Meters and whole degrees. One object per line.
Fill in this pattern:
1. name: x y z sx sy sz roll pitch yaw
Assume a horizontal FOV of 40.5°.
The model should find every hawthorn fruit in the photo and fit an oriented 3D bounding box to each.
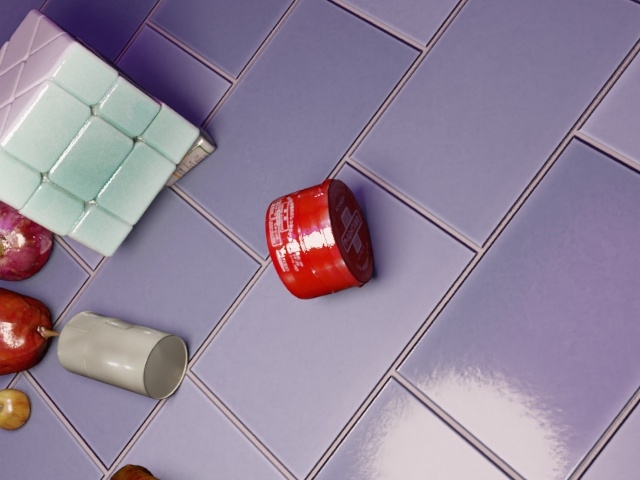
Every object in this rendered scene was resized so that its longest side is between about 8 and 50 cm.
1. hawthorn fruit: -0.633 0.180 1.764 0.252 0.189 0.189 -3 71 13

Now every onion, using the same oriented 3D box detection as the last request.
1. onion: -0.660 0.001 1.855 0.177 0.153 0.177 -3 74 9

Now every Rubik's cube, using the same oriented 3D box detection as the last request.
1. Rubik's cube: -0.490 -0.211 1.697 0.321 0.316 0.319 -54 40 2

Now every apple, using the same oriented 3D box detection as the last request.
1. apple: -0.632 0.342 1.760 0.084 0.071 0.083 -9 69 25

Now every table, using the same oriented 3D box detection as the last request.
1. table: -0.375 0.215 1.638 0.220 0.126 0.126 11 78 30

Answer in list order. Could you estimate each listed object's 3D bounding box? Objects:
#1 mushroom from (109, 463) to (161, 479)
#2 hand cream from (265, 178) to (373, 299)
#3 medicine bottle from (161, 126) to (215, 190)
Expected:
1. mushroom: -0.268 0.523 1.447 0.255 0.267 0.267 21 82 -2
2. hand cream: 0.000 0.000 1.482 0.125 0.193 0.193 -15 66 22
3. medicine bottle: -0.318 -0.152 1.783 0.221 0.061 0.092 -38 35 11
